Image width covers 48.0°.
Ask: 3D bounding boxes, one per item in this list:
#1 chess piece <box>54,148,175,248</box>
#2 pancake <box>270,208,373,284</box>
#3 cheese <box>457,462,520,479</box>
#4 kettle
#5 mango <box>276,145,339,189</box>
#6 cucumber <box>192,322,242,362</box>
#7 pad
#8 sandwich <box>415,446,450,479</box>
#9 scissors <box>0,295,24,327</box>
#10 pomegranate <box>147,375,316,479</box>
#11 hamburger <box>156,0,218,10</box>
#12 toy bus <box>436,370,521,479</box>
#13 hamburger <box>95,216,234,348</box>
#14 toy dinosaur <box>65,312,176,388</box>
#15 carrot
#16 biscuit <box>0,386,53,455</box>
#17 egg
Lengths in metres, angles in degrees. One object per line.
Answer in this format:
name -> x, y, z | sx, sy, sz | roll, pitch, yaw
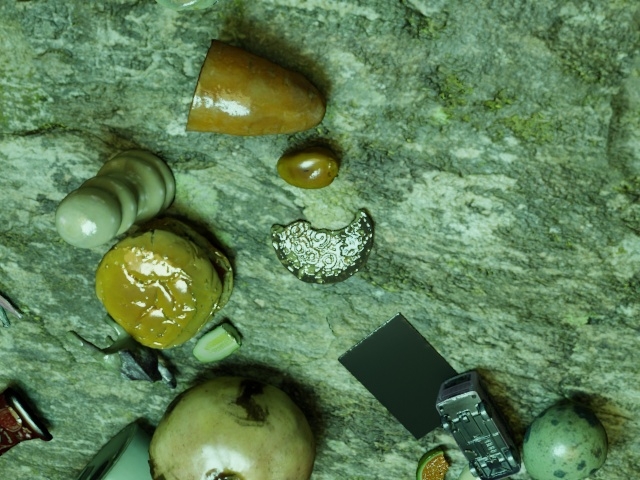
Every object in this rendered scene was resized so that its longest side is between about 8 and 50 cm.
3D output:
chess piece -> -0.363, -0.068, 1.252 | 0.142, 0.261, 0.143 | 3, 109, 9
pancake -> 0.000, 0.000, 1.344 | 0.190, 0.020, 0.184 | 25, 114, -1
cheese -> 0.343, 0.566, 1.476 | 0.163, 0.071, 0.249 | 15, 114, 4
kettle -> -0.372, 0.627, 1.559 | 0.376, 0.250, 0.361 | 44, 132, -11
mango -> -0.023, -0.129, 1.275 | 0.114, 0.060, 0.080 | 2, 125, 8
cucumber -> -0.213, 0.206, 1.454 | 0.107, 0.035, 0.067 | -32, 113, 25
pad -> 0.176, 0.273, 1.425 | 0.170, 0.006, 0.245 | -40, 100, 22
sandwich -> 0.231, 0.481, 1.484 | 0.067, 0.029, 0.135 | 4, 111, 3
scissors -> -0.700, 0.102, 1.508 | 0.133, 0.020, 0.187 | -32, 101, 23
pomegranate -> -0.170, 0.416, 1.402 | 0.321, 0.322, 0.323 | 3, 112, 9
hamburger -> -0.229, -0.449, 1.186 | 0.133, 0.062, 0.140 | -15, 106, 11
toy bus -> 0.304, 0.357, 1.379 | 0.096, 0.108, 0.199 | -26, 104, 22
hamburger -> -0.289, 0.081, 1.340 | 0.244, 0.163, 0.245 | 0, 106, 1
toy dinosaur -> -0.364, 0.218, 1.388 | 0.162, 0.294, 0.077 | 35, 90, 18
carrot -> -0.101, -0.239, 1.216 | 0.224, 0.159, 0.159 | 11, 113, -9
biscuit -> -0.716, 0.413, 1.610 | 0.235, 0.063, 0.151 | -25, 104, 21
egg -> 0.452, 0.388, 1.348 | 0.141, 0.141, 0.182 | 30, 124, -2
